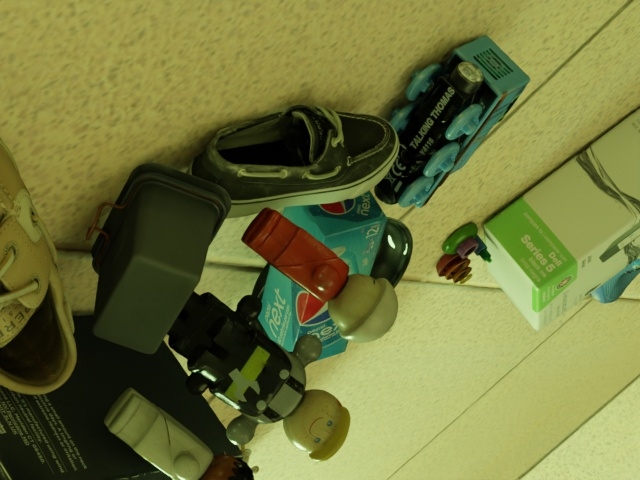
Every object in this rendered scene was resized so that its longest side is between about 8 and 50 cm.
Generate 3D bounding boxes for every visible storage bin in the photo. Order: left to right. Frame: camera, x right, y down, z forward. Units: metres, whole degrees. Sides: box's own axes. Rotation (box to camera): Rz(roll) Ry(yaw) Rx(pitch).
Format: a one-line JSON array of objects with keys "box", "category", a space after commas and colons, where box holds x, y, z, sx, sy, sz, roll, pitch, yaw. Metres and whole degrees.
[{"box": [-0.138, 0.019, 1.203, 0.098, 0.091, 0.135, 21, 132, -15], "category": "storage bin"}]

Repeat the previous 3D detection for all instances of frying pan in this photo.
[{"box": [-0.021, 0.020, 1.509, 0.197, 0.053, 0.326, -42, 148, 7], "category": "frying pan"}]

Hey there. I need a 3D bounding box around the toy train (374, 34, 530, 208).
[{"box": [0.113, -0.105, 1.423, 0.105, 0.080, 0.184, -28, 159, -42], "category": "toy train"}]

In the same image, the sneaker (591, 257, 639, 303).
[{"box": [0.486, 0.001, 2.196, 0.130, 0.147, 0.330, -23, 157, -35], "category": "sneaker"}]

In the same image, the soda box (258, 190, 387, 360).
[{"box": [-0.001, 0.028, 1.424, 0.067, 0.071, 0.210, -17, 147, -23], "category": "soda box"}]

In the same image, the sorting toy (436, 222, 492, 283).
[{"box": [0.179, 0.020, 1.863, 0.061, 0.042, 0.102, -29, 159, -22], "category": "sorting toy"}]

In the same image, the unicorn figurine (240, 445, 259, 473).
[{"box": [-0.117, 0.315, 1.985, 0.162, 0.060, 0.111, -44, 161, 14], "category": "unicorn figurine"}]

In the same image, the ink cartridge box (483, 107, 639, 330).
[{"box": [0.349, -0.029, 1.938, 0.273, 0.114, 0.198, -36, 160, -5], "category": "ink cartridge box"}]

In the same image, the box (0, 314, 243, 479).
[{"box": [-0.301, 0.238, 1.318, 0.343, 0.179, 0.312, -45, 158, 20], "category": "box"}]

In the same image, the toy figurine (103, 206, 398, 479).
[{"box": [-0.052, 0.105, 1.235, 0.213, 0.148, 0.209, -39, -159, 37], "category": "toy figurine"}]

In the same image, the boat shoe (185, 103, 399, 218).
[{"box": [-0.011, -0.074, 1.273, 0.219, 0.077, 0.070, -19, 154, -38], "category": "boat shoe"}]

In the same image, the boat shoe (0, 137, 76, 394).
[{"box": [-0.232, 0.016, 1.042, 0.122, 0.110, 0.341, -35, 161, -7], "category": "boat shoe"}]
